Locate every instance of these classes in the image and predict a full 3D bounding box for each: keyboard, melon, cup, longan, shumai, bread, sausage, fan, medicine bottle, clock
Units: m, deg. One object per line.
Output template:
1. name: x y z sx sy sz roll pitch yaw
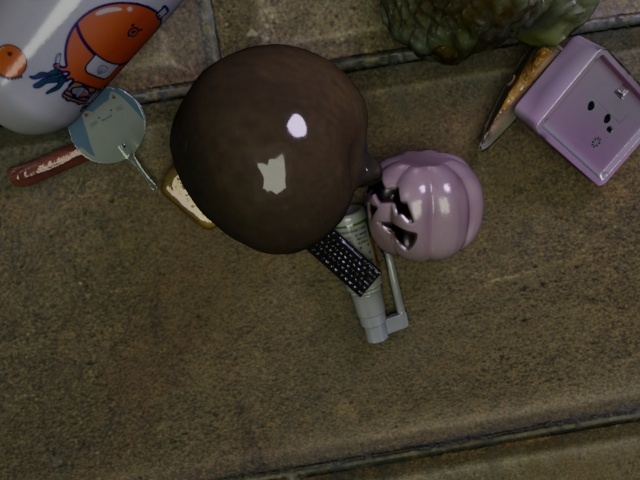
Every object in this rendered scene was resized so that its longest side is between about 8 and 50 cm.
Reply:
1. keyboard: 0.000 0.000 1.398 0.204 0.013 0.061 41 125 5
2. melon: 0.291 -0.214 1.363 0.054 0.098 0.182 34 120 4
3. cup: -0.337 -0.303 1.220 0.212 0.212 0.317 41 102 -15
4. longan: -0.058 -0.127 1.268 0.300 0.243 0.300 0 84 -3
5. shumai: 0.251 -0.385 1.232 0.264 0.309 0.304 -6 116 -29
6. bread: -0.181 -0.073 1.382 0.115 0.056 0.082 36 98 -9
7. sausage: -0.391 -0.116 1.365 0.147 0.035 0.030 -22 140 3
8. fan: -0.294 -0.144 1.359 0.113 0.005 0.175 -39 108 -13
9. medicine bottle: 0.078 0.050 1.443 0.092 0.061 0.220 -20 109 -18
10. clock: 0.394 -0.188 1.350 0.197 0.063 0.150 30 104 -39

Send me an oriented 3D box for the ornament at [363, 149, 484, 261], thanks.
1. ornament: 0.150 -0.045 1.357 0.178 0.177 0.177 -1 107 -4
